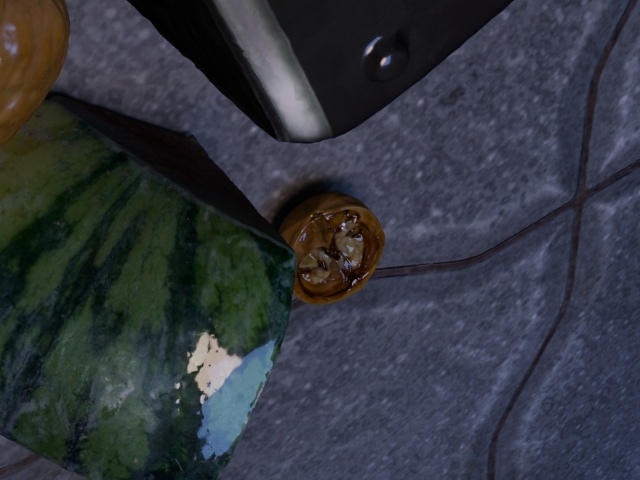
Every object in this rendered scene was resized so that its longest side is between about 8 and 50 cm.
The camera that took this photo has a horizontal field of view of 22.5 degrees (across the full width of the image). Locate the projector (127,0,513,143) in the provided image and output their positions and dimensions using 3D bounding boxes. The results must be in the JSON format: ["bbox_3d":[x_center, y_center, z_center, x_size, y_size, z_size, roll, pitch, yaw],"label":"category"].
[{"bbox_3d":[0.031,-0.314,0.838,0.405,0.242,0.395,-41,145,-7],"label":"projector"}]

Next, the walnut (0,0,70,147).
[{"bbox_3d":[-0.223,-0.110,0.878,0.167,0.149,0.166,-6,121,-11],"label":"walnut"}]

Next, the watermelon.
[{"bbox_3d":[-0.139,0.040,1.097,0.213,0.262,0.201,-58,172,13],"label":"watermelon"}]

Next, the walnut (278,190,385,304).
[{"bbox_3d":[0.000,0.000,1.309,0.091,0.052,0.121,-38,144,-7],"label":"walnut"}]
